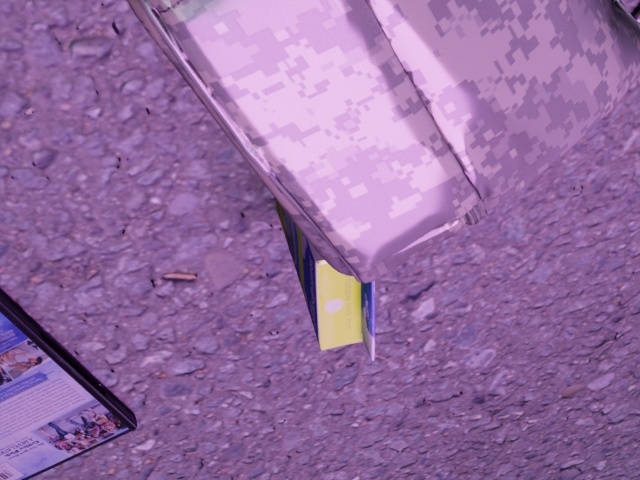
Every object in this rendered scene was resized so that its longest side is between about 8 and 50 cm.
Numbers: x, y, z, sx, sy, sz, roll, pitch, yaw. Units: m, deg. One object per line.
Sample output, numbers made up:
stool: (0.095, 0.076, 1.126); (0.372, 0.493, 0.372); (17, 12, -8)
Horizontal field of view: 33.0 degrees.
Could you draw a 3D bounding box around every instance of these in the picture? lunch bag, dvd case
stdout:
lunch bag: (0.045, -0.159, 0.660); (0.256, 0.212, 0.305); (-31, 129, 7)
dvd case: (-0.311, 0.152, 1.021); (0.180, 0.022, 0.253); (-26, 138, 5)

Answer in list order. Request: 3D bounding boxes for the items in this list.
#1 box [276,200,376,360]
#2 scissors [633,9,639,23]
box: (0.000, 0.000, 0.858); (0.042, 0.178, 0.109); (-12, 138, -8)
scissors: (0.272, -0.200, 0.872); (0.297, 0.021, 0.109); (-39, 138, 22)
